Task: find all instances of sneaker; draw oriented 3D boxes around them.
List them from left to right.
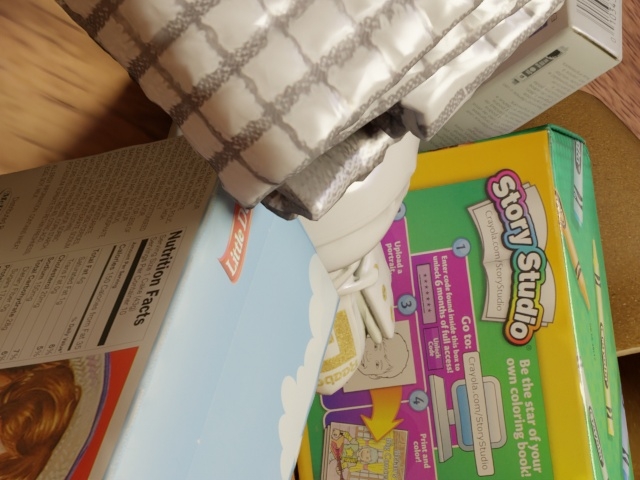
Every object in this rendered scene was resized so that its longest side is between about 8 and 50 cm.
[{"bbox_3d":[0.000,0.000,0.735,0.292,0.108,0.169,-110,-176,-71],"label":"sneaker"}]

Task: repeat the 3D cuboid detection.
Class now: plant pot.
[{"bbox_3d":[0.171,0.029,1.099,0.237,0.237,0.254,50,24,-50],"label":"plant pot"}]

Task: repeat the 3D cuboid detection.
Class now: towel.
[{"bbox_3d":[0.003,-0.170,0.513,0.284,0.121,0.235,-45,97,-16],"label":"towel"}]

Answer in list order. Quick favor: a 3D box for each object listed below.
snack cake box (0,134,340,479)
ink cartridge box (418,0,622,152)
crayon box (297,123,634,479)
[{"bbox_3d":[-0.099,0.089,0.503,0.264,0.152,0.089,-73,146,-46],"label":"snack cake box"},{"bbox_3d":[0.087,-0.144,0.991,0.045,0.224,0.223,28,49,-26],"label":"ink cartridge box"},{"bbox_3d":[0.073,0.090,0.886,0.081,0.165,0.278,9,73,-66],"label":"crayon box"}]
